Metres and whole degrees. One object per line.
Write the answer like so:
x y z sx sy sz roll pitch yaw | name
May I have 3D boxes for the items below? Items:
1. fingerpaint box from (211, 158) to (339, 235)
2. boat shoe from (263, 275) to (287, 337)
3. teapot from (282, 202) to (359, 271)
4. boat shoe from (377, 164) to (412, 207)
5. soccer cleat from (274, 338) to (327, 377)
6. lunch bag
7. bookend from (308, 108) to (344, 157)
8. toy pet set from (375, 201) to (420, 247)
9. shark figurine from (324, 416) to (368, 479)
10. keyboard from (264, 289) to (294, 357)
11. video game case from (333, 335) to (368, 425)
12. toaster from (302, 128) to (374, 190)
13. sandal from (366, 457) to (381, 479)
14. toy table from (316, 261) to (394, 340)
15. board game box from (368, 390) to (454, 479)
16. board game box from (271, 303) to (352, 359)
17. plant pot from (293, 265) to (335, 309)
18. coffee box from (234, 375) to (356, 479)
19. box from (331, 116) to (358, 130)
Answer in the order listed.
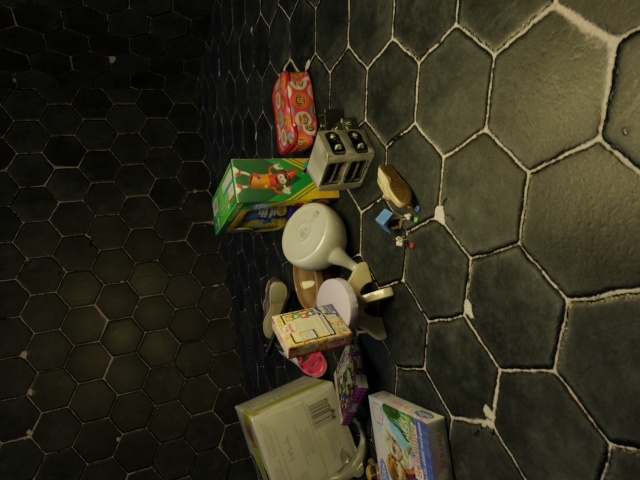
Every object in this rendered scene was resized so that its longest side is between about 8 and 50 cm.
-0.189 -0.153 1.776 0.444 0.370 0.163 148 115 -64 | fingerpaint box
-0.235 0.337 2.359 0.097 0.116 0.325 -129 43 -58 | boat shoe
0.000 0.000 1.640 0.252 0.187 0.256 -19 59 37 | teapot
0.200 -0.140 1.283 0.170 0.062 0.059 -107 21 -44 | boat shoe
-0.065 0.505 2.048 0.331 0.116 0.143 23 163 47 | soccer cleat
-0.110 -0.487 1.828 0.258 0.120 0.294 167 97 -70 | lunch bag
0.018 -0.365 1.613 0.156 0.072 0.158 -158 63 -64 | bookend
0.207 -0.050 1.280 0.114 0.065 0.122 -138 46 -56 | toy pet set
0.130 0.765 1.650 0.116 0.166 0.279 178 111 -81 | shark figurine
-0.188 0.378 2.170 0.201 0.033 0.318 63 -132 -83 | keyboard
0.102 0.488 1.631 0.210 0.041 0.232 -99 20 -49 | video game case
0.054 -0.244 1.444 0.186 0.167 0.110 113 142 -48 | toaster
0.175 0.781 1.578 0.180 0.048 0.072 118 143 -77 | sandal
0.106 0.201 1.469 0.274 0.160 0.253 163 98 -67 | toy table
0.261 0.634 1.359 0.318 0.065 0.319 168 95 -67 | board game box
-0.027 0.257 1.346 0.147 0.193 0.045 -129 37 -53 | board game box
-0.015 0.145 1.794 0.237 0.109 0.238 172 90 -66 | plant pot
-0.101 0.761 1.834 0.334 0.337 0.338 -28 80 66 | coffee box
0.079 -0.349 1.501 0.083 0.052 0.062 154 106 -65 | box
